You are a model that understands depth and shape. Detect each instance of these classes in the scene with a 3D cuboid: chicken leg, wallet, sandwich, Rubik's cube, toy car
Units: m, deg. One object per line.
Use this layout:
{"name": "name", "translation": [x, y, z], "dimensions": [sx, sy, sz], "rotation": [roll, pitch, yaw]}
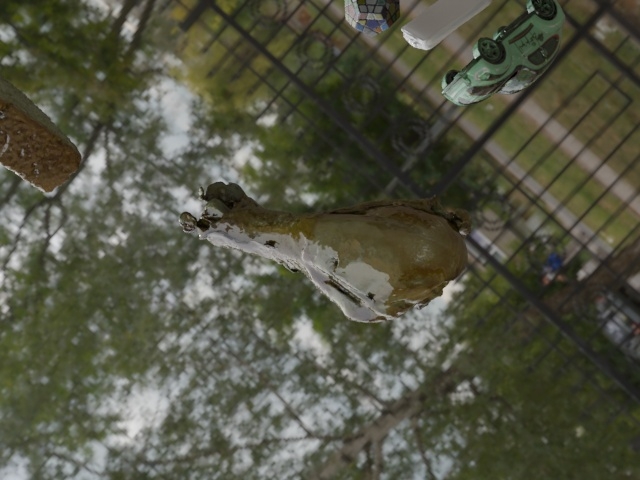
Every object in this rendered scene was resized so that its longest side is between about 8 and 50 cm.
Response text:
{"name": "chicken leg", "translation": [0.000, 0.000, 1.387], "dimensions": [0.429, 0.201, 0.152], "rotation": [14, -167, 15]}
{"name": "wallet", "translation": [0.250, -0.449, 1.887], "dimensions": [0.095, 0.190, 0.033], "rotation": [42, 167, 46]}
{"name": "sandwich", "translation": [-0.504, -0.207, 1.357], "dimensions": [0.254, 0.100, 0.288], "rotation": [38, -178, 44]}
{"name": "Rubik's cube", "translation": [0.100, -0.446, 1.813], "dimensions": [0.111, 0.111, 0.093], "rotation": [43, 180, 11]}
{"name": "toy car", "translation": [0.349, -0.334, 1.743], "dimensions": [0.125, 0.306, 0.136], "rotation": [47, 148, -1]}
